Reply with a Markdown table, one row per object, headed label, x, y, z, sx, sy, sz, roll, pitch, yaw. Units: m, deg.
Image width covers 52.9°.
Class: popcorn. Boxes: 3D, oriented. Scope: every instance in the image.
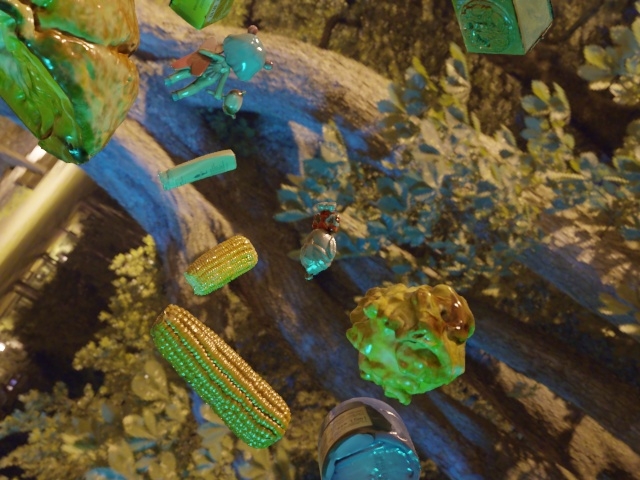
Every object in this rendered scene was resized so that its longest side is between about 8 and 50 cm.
| label | x | y | z | sx | sy | sz | roll | pitch | yaw |
| --- | --- | --- | --- | --- | --- | --- | --- | --- | --- |
| popcorn | 0.209 | 0.235 | 1.593 | 0.312 | 0.312 | 0.312 | -48 | -161 | 22 |

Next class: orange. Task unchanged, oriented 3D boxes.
| label | x | y | z | sx | sy | sz | roll | pitch | yaw |
| --- | --- | --- | --- | --- | --- | --- | --- | --- | --- |
| orange | -0.341 | -0.286 | 0.753 | 0.271 | 0.368 | 0.210 | 5 | -133 | 46 |

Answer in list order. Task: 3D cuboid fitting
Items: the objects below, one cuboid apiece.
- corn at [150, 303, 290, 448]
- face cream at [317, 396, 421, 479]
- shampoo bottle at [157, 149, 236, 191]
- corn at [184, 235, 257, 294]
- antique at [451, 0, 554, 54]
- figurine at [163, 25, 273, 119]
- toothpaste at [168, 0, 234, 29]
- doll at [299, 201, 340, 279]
| label | x | y | z | sx | sy | sz | roll | pitch | yaw |
| --- | --- | --- | --- | --- | --- | --- | --- | --- | --- |
| corn | -0.134 | 0.182 | 0.850 | 0.080 | 0.231 | 0.080 | -44 | -172 | 8 |
| face cream | 0.117 | 0.552 | 1.637 | 0.249 | 0.249 | 0.225 | -53 | -175 | 5 |
| shampoo bottle | -0.337 | -0.193 | 1.768 | 0.212 | 0.049 | 0.072 | -23 | 151 | -13 |
| corn | -0.215 | 0.054 | 1.402 | 0.165 | 0.085 | 0.063 | -36 | -153 | -32 |
| antique | 0.367 | -0.467 | 1.302 | 0.152 | 0.146 | 0.148 | 20 | -120 | 44 |
| figurine | -0.240 | -0.394 | 1.545 | 0.260 | 0.205 | 0.103 | -24 | -173 | -3 |
| toothpaste | -0.122 | -0.450 | 0.914 | 0.313 | 0.071 | 0.089 | -51 | 179 | 42 |
| doll | 0.000 | 0.000 | 1.403 | 0.094 | 0.079 | 0.180 | 8 | -100 | 37 |
